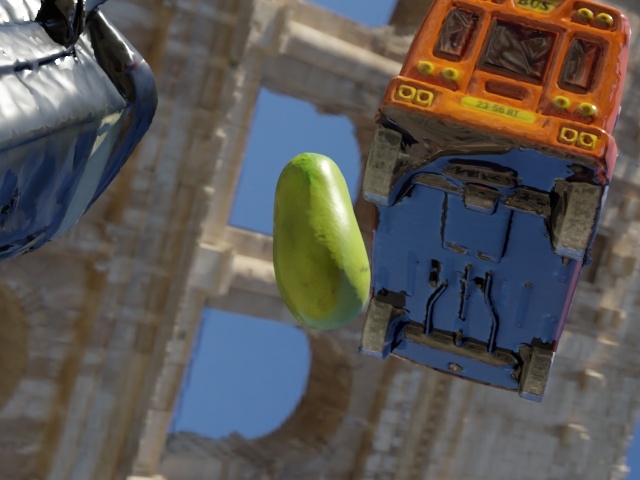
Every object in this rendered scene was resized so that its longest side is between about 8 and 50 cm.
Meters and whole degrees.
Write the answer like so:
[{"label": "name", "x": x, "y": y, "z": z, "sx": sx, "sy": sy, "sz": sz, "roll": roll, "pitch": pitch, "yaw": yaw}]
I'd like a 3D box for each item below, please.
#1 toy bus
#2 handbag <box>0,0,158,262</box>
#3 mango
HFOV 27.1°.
[{"label": "toy bus", "x": 0.111, "y": -0.017, "z": 0.877, "sx": 0.142, "sy": 0.329, "sz": 0.153, "roll": 15, "pitch": -118, "yaw": 11}, {"label": "handbag", "x": -0.219, "y": -0.094, "z": 0.654, "sx": 0.254, "sy": 0.181, "sz": 0.181, "roll": 48, "pitch": -60, "yaw": 7}, {"label": "mango", "x": 0.002, "y": 0.003, "z": 1.243, "sx": 0.089, "sy": 0.117, "sz": 0.163, "roll": -7, "pitch": -115, "yaw": 11}]
